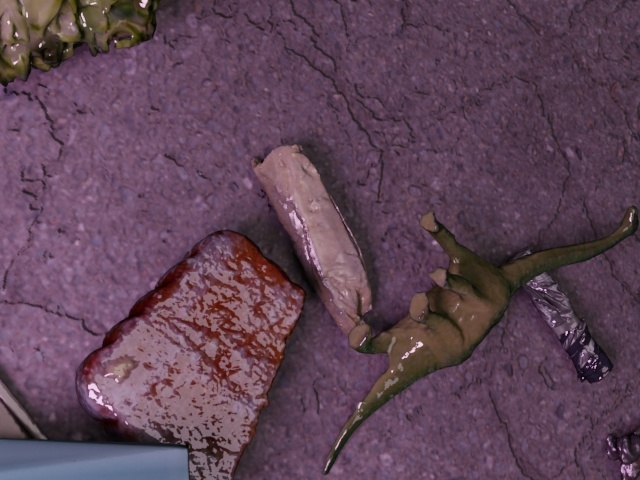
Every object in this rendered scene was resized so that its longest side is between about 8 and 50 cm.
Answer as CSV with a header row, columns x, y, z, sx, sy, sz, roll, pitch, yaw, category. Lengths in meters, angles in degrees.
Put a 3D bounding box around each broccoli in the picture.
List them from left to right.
x,y,z,sx,sy,sz,roll,pitch,yaw,category
-0.248,-0.294,0.814,0.248,0.245,0.288,15,68,-12,broccoli

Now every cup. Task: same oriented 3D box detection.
x,y,z,sx,sy,sz,roll,pitch,yaw,category
-0.223,0.222,0.733,0.236,0.134,0.148,-4,84,-12,cup

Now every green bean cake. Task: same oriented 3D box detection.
x,y,z,sx,sy,sz,roll,pitch,yaw,category
-0.108,0.122,0.876,0.198,0.097,0.232,42,66,-11,green bean cake

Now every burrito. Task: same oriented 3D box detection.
x,y,z,sx,sy,sz,roll,pitch,yaw,category
-0.002,0.001,0.973,0.063,0.058,0.229,-29,91,-29,burrito

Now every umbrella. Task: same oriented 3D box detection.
x,y,z,sx,sy,sz,roll,pitch,yaw,category
0.296,0.092,1.095,0.046,0.050,0.188,-33,95,3,umbrella

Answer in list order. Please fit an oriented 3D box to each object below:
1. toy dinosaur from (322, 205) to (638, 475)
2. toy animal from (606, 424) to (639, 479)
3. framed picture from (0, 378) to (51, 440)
x,y,z,sx,sy,sz,roll,pitch,yaw,category
0.183,0.095,1.028,0.301,0.087,0.447,30,96,-46,toy dinosaur
0.464,0.308,1.112,0.233,0.084,0.148,18,71,-17,toy animal
-0.378,0.261,0.765,0.324,0.020,0.240,-41,97,-26,framed picture
